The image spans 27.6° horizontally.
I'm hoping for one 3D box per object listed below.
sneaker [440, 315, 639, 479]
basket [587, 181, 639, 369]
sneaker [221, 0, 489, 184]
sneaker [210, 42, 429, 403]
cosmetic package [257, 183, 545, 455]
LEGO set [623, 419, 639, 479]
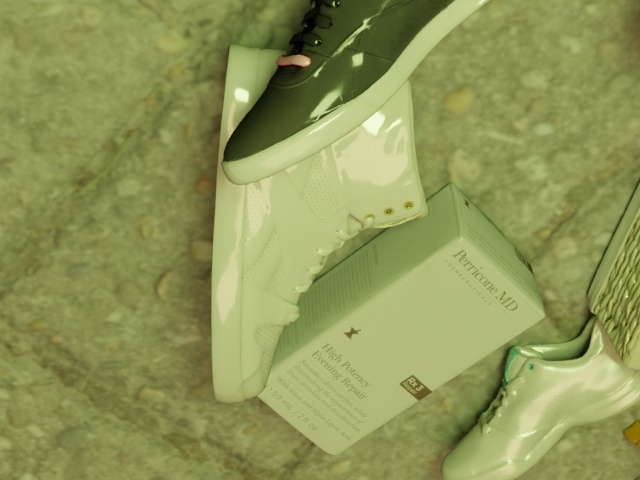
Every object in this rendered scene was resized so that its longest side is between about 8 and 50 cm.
[{"bbox_3d":[0.184,0.141,1.169,0.212,0.080,0.094,-35,108,12],"label":"sneaker"},{"bbox_3d":[0.307,0.024,1.066,0.113,0.103,0.167,11,122,-11],"label":"basket"},{"bbox_3d":[0.014,-0.176,0.879,0.296,0.104,0.147,-44,113,-9],"label":"sneaker"},{"bbox_3d":[0.000,0.000,1.013,0.169,0.108,0.292,4,112,-6],"label":"sneaker"},{"bbox_3d":[0.059,0.071,1.099,0.231,0.085,0.117,-37,119,22],"label":"cosmetic package"},{"bbox_3d":[0.352,0.183,1.183,0.087,0.093,0.227,32,118,-22],"label":"LEGO set"}]
